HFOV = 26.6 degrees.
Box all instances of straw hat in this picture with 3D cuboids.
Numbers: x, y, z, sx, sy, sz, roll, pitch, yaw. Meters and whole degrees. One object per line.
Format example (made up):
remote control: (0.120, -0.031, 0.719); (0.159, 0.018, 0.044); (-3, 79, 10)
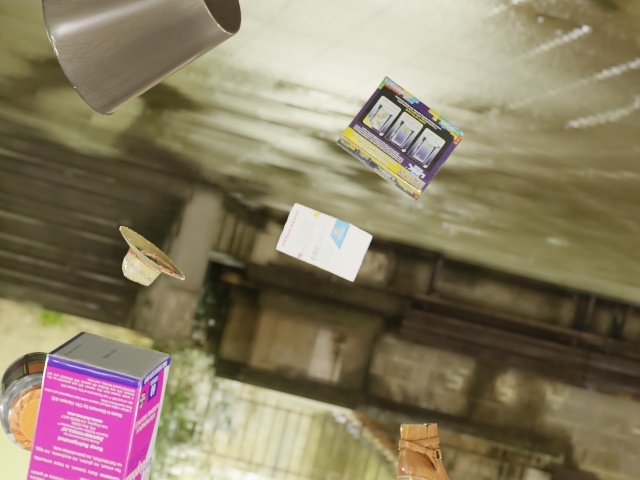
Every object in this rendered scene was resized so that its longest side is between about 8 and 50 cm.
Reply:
straw hat: (-0.310, 0.044, 2.356); (0.144, 0.061, 0.144); (38, -174, -5)

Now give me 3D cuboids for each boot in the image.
boot: (0.216, 0.422, 2.563); (0.073, 0.152, 0.197); (-11, 164, 36)

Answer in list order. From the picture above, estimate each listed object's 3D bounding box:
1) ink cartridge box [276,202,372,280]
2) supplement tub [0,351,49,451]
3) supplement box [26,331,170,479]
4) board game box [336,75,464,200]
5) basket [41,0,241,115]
ink cartridge box: (0.000, 0.000, 2.417); (0.143, 0.092, 0.090); (23, 178, 33)
supplement tub: (-0.400, 0.233, 1.937); (0.117, 0.117, 0.190); (15, -176, -15)
supplement box: (-0.248, 0.228, 1.482); (0.114, 0.220, 0.111); (14, -168, 8)
board game box: (0.137, -0.173, 2.308); (0.170, 0.141, 0.048); (37, 163, 2)
basket: (-0.236, -0.302, 1.860); (0.226, 0.204, 0.154); (-17, -166, 22)
